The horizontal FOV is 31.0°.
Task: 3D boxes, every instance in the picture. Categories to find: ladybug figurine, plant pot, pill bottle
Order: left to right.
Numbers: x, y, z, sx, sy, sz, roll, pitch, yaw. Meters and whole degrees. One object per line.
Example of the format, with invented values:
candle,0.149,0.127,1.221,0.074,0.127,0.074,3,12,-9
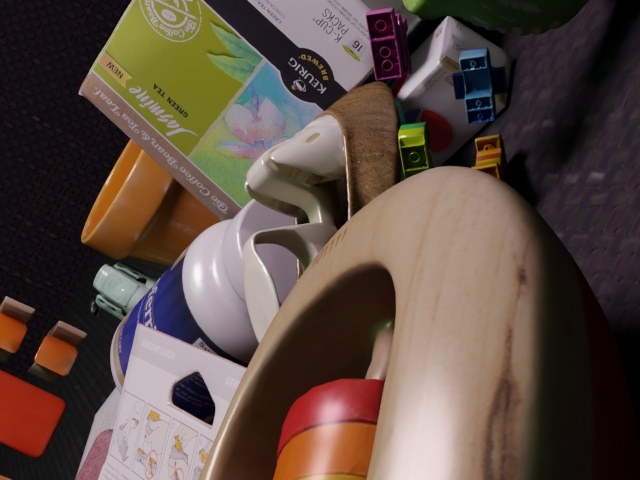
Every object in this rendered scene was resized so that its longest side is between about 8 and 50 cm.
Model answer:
plant pot,-0.188,-0.043,1.545,0.205,0.188,0.205,-52,19,26
pill bottle,-0.084,0.072,1.103,0.265,0.153,0.153,-43,24,45
ladybug figurine,0.039,0.164,0.553,0.305,0.162,0.449,-41,25,47

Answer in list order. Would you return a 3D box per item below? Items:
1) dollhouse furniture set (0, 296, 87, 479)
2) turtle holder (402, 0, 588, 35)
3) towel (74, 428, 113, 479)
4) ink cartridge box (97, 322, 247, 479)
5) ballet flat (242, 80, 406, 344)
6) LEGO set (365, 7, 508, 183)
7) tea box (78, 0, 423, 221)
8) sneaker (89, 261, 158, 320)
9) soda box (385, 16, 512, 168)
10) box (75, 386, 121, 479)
dollhouse furniture set,-0.356,0.232,1.456,0.135,0.259,0.262,-36,29,61
turtle holder,0.175,-0.311,0.832,0.320,0.227,0.243,-51,19,28
towel,-0.186,0.325,1.064,0.329,0.037,0.237,14,76,58
ink cartridge box,-0.098,0.215,0.877,0.296,0.066,0.261,10,83,61
ballet flat,0.000,0.000,0.890,0.116,0.124,0.342,-43,37,51
LEGO set,0.100,-0.071,0.855,0.093,0.087,0.227,-66,-33,-65
tea box,-0.019,-0.243,1.167,0.323,0.220,0.329,-46,3,45
sneaker,-0.226,0.096,1.493,0.094,0.151,0.256,-61,17,-5
soda box,0.078,-0.100,1.043,0.216,0.074,0.069,-44,23,45
box,-0.194,0.212,1.302,0.170,0.091,0.130,-50,19,32
